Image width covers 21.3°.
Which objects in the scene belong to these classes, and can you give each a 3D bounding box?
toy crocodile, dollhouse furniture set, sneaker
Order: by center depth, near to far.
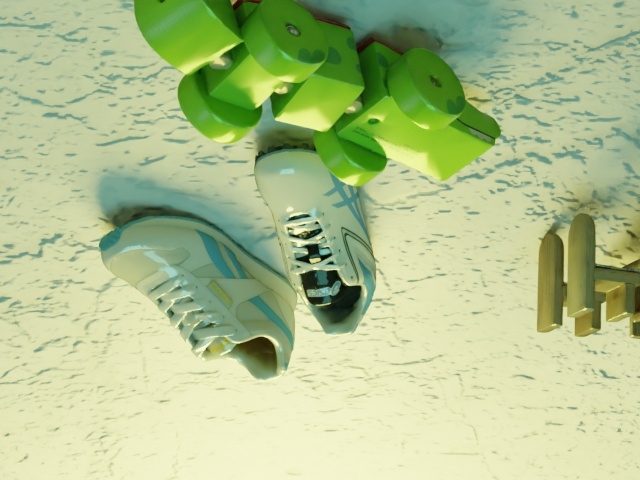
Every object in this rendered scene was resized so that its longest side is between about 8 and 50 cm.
[{"bbox_3d":[0.002,-0.128,1.327,0.340,0.105,0.115,17,139,-34],"label":"toy crocodile"},{"bbox_3d":[0.000,0.000,1.505,0.085,0.086,0.237,-10,142,12],"label":"sneaker"},{"bbox_3d":[0.334,-0.004,1.524,0.212,0.161,0.242,7,165,-14],"label":"dollhouse furniture set"},{"bbox_3d":[-0.106,0.052,1.561,0.087,0.092,0.229,-31,135,34],"label":"sneaker"}]
